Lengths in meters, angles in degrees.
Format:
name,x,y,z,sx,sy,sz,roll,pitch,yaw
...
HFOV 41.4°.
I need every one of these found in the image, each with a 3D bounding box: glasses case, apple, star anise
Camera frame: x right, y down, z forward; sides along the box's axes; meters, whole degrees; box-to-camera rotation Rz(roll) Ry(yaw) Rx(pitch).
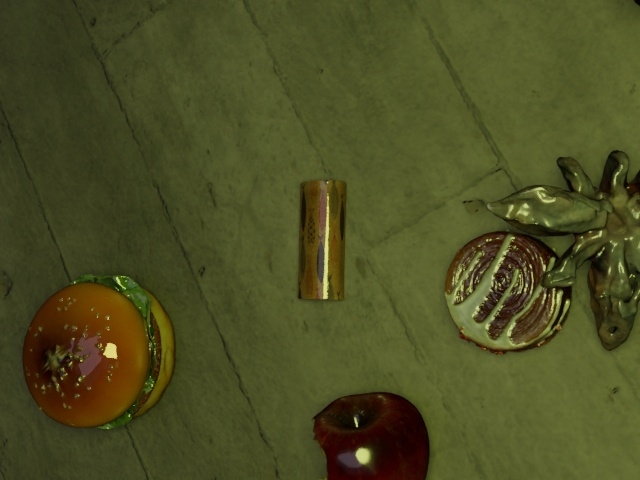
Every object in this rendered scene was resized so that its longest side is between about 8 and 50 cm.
name,x,y,z,sx,sy,sz,roll,pitch,yaw
glasses case,0.000,0.000,1.211,0.064,0.041,0.170,0,86,27
apple,0.070,0.287,1.095,0.147,0.156,0.158,-5,112,26
star anise,0.344,0.001,0.984,0.198,0.110,0.258,-38,92,-6

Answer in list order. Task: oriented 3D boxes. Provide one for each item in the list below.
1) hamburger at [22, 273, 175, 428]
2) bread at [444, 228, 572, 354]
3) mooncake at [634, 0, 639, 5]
name,x,y,z,sx,sy,sz,roll,pitch,yaw
hamburger,-0.352,0.169,1.298,0.246,0.170,0.246,-1,88,26
bread,0.236,0.067,1.071,0.160,0.073,0.161,-2,85,25
mooncake,0.443,-0.261,0.884,0.283,0.283,0.141,45,107,22
